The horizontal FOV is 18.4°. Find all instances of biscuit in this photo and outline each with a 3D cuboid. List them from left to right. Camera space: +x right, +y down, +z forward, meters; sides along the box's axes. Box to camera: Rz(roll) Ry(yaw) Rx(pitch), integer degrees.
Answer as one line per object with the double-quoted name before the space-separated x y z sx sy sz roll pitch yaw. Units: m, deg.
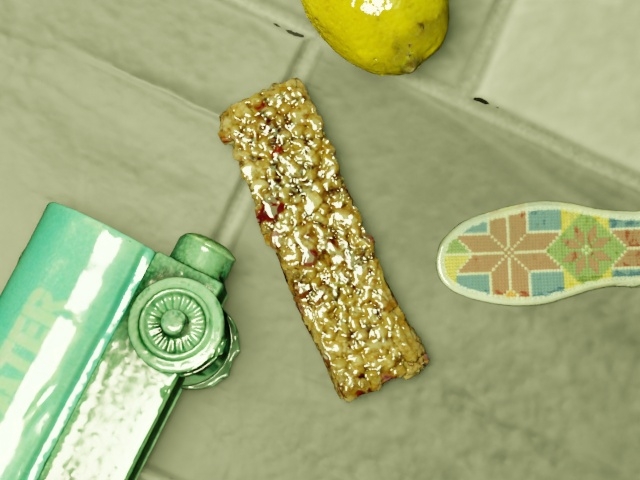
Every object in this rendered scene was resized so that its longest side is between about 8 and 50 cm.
"biscuit" 0.000 0.000 1.208 0.064 0.034 0.199 -24 87 -7

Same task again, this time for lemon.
"lemon" 0.030 -0.150 1.203 0.082 0.082 0.111 -40 83 -8

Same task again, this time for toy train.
"toy train" -0.150 0.096 1.159 0.159 0.101 0.248 24 81 10

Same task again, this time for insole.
"insole" 0.168 0.007 1.239 0.193 0.006 0.065 -2 85 -6
